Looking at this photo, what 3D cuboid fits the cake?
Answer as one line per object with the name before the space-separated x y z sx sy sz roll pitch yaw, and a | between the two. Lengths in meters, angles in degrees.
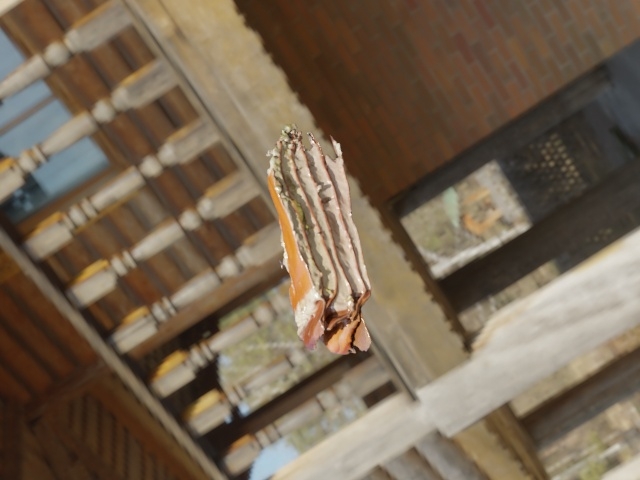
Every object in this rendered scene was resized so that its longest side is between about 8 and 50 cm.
cake | -0.007 0.001 1.402 0.135 0.098 0.287 130 132 -74
